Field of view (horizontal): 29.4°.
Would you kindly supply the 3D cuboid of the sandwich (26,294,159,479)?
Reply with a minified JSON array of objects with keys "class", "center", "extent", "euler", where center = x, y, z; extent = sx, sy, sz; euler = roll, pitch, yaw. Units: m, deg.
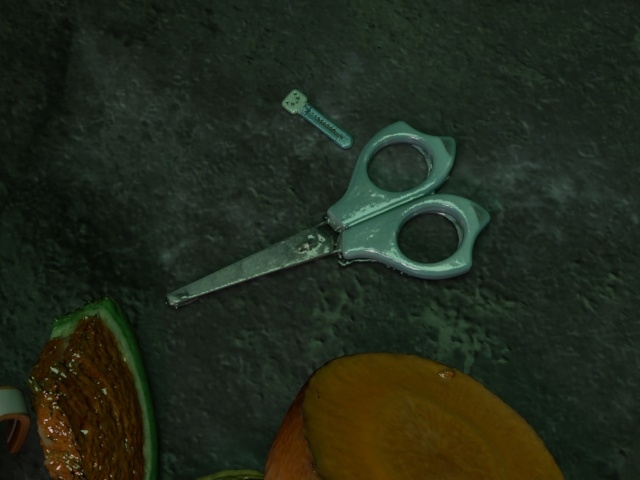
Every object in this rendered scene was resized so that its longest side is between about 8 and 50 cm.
[{"class":"sandwich","center":[-0.232,0.188,1.216],"extent":[0.079,0.159,0.235],"euler":[-12,101,25]}]

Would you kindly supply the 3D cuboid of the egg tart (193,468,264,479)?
[{"class":"egg tart","center":[-0.069,0.314,1.120],"extent":[0.290,0.107,0.291],"euler":[9,39,-7]}]

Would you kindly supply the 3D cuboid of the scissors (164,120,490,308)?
[{"class":"scissors","center":[0.000,0.001,1.316],"extent":[0.360,0.029,0.191],"euler":[-23,70,-2]}]

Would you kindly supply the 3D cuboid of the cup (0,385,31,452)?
[{"class":"cup","center":[-0.381,0.199,1.145],"extent":[0.226,0.264,0.182],"euler":[-15,74,-12]}]

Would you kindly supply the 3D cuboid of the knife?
[{"class":"knife","center":[-0.002,-0.135,1.365],"extent":[0.096,0.010,0.027],"euler":[39,79,12]}]

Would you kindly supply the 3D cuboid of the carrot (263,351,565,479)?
[{"class":"carrot","center":[0.103,0.236,1.144],"extent":[0.307,0.100,0.258],"euler":[28,40,9]}]
